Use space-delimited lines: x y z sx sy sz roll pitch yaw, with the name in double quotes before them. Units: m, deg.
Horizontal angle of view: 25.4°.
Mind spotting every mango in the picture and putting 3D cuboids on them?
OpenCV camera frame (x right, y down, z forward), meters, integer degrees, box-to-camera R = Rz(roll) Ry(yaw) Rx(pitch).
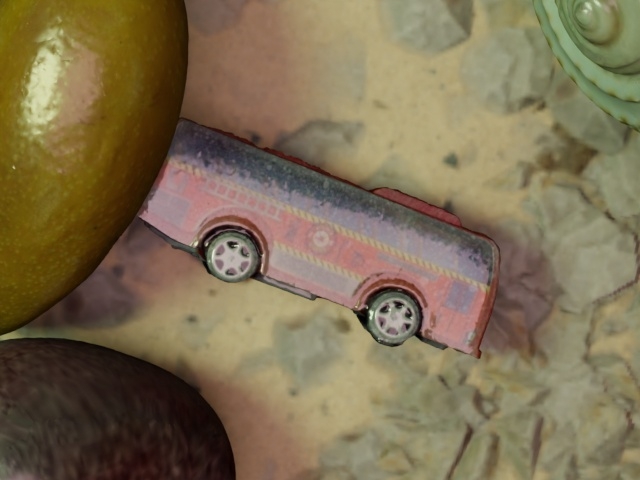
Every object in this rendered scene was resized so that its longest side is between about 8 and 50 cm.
"mango" -0.134 -0.045 0.687 0.099 0.136 0.227 16 115 -32

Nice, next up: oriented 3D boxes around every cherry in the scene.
"cherry" -0.126 0.134 0.709 0.176 0.140 0.176 -3 105 -13

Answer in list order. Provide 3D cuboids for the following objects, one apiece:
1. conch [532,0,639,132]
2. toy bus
"conch" 0.260 -0.138 0.612 0.319 0.215 0.303 -32 66 -4
"toy bus" 0.000 0.000 0.729 0.192 0.065 0.077 21 91 -5
